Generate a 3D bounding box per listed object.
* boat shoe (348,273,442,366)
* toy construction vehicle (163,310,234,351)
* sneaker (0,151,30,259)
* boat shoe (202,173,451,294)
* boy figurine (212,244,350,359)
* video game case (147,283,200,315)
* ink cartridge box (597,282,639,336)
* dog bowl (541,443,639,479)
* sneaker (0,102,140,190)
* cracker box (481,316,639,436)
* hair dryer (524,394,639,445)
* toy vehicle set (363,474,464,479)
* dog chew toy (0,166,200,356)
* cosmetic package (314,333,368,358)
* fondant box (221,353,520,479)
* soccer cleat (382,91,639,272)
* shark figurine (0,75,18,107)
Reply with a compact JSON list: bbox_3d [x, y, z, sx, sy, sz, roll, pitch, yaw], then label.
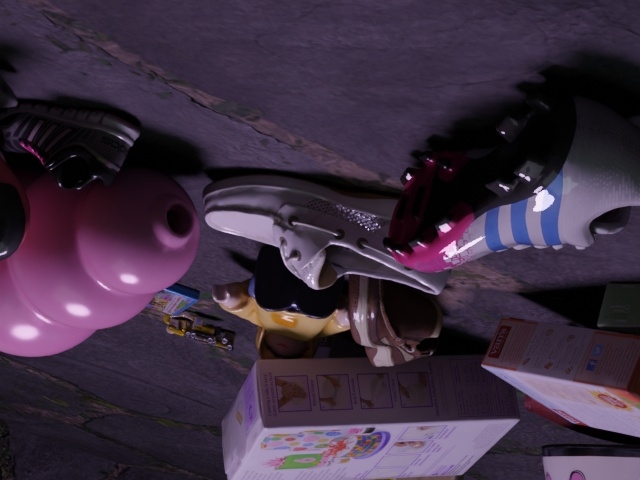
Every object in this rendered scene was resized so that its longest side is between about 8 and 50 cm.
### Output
[{"bbox_3d":[0.090,0.079,1.792,0.095,0.095,0.257,-2,166,9],"label":"boat shoe"},{"bbox_3d":[-0.168,0.124,2.220,0.098,0.035,0.086,16,174,5],"label":"toy construction vehicle"},{"bbox_3d":[-0.352,-0.073,1.570,0.136,0.116,0.314,2,-159,-44],"label":"sneaker"},{"bbox_3d":[0.000,0.000,1.582,0.277,0.096,0.098,8,162,22],"label":"boat shoe"},{"bbox_3d":[-0.042,0.082,1.883,0.177,0.092,0.285,10,160,-3],"label":"boy figurine"},{"bbox_3d":[-0.253,0.059,2.109,0.166,0.015,0.119,20,161,-15],"label":"video game case"},{"bbox_3d":[0.420,0.109,1.648,0.171,0.056,0.235,-1,155,42],"label":"ink cartridge box"},{"bbox_3d":[0.479,0.343,2.006,0.407,0.150,0.408,4,171,1],"label":"dog bowl"},{"bbox_3d":[-0.259,-0.088,1.562,0.170,0.075,0.063,6,160,28],"label":"sneaker"},{"bbox_3d":[0.304,0.150,1.681,0.155,0.067,0.232,32,165,-30],"label":"cracker box"},{"bbox_3d":[0.343,0.169,1.905,0.223,0.080,0.293,34,152,-12],"label":"hair dryer"},{"bbox_3d":[0.092,0.345,2.453,0.266,0.166,0.035,6,161,27],"label":"toy vehicle set"},{"bbox_3d":[-0.255,0.009,1.677,0.331,0.207,0.206,-15,147,42],"label":"dog chew toy"},{"bbox_3d":[0.027,0.197,2.191,0.117,0.086,0.231,0,159,37],"label":"cosmetic package"},{"bbox_3d":[0.058,0.229,2.021,0.330,0.096,0.238,-1,155,-16],"label":"fondant box"},{"bbox_3d":[0.168,-0.026,1.332,0.143,0.116,0.331,21,161,-17],"label":"soccer cleat"},{"bbox_3d":[-0.438,-0.154,1.454,0.278,0.116,0.166,8,160,15],"label":"shark figurine"}]
